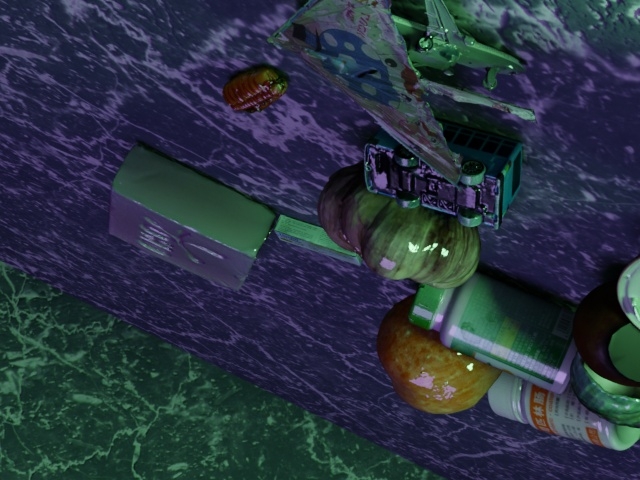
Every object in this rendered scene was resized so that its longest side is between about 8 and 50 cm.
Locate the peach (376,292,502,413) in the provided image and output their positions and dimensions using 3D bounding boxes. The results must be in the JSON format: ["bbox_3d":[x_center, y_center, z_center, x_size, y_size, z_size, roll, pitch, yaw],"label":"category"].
[{"bbox_3d":[0.216,0.190,2.291,0.232,0.232,0.232,23,162,8],"label":"peach"}]

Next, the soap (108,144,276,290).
[{"bbox_3d":[-0.235,-0.034,2.430,0.285,0.107,0.296,24,163,-1],"label":"soap"}]

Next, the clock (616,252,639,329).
[{"bbox_3d":[0.498,0.079,1.709,0.244,0.056,0.244,14,144,10],"label":"clock"}]

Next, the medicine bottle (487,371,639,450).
[{"bbox_3d":[0.422,0.265,2.307,0.252,0.144,0.144,13,158,42],"label":"medicine bottle"}]

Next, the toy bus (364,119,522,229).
[{"bbox_3d":[0.155,-0.093,1.703,0.185,0.106,0.090,18,139,21],"label":"toy bus"}]

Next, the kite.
[{"bbox_3d":[0.083,-0.184,1.504,0.368,0.014,0.406,21,158,33],"label":"kite"}]

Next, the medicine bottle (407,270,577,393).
[{"bbox_3d":[0.281,0.132,2.137,0.274,0.133,0.133,24,162,9],"label":"medicine bottle"}]

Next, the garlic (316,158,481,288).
[{"bbox_3d":[0.119,-0.035,1.831,0.245,0.160,0.245,24,-160,-9],"label":"garlic"}]

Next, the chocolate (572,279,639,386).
[{"bbox_3d":[0.435,0.124,1.896,0.177,0.177,0.177,23,162,8],"label":"chocolate"}]

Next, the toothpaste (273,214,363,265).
[{"bbox_3d":[0.000,0.000,2.308,0.164,0.034,0.046,18,161,24],"label":"toothpaste"}]

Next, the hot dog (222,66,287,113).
[{"bbox_3d":[-0.090,-0.203,1.846,0.062,0.038,0.144,34,161,-22],"label":"hot dog"}]

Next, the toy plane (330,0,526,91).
[{"bbox_3d":[0.118,-0.220,1.479,0.226,0.058,0.226,27,159,-2],"label":"toy plane"}]

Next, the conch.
[{"bbox_3d":[0.507,0.231,2.009,0.195,0.220,0.277,-40,81,31],"label":"conch"}]
